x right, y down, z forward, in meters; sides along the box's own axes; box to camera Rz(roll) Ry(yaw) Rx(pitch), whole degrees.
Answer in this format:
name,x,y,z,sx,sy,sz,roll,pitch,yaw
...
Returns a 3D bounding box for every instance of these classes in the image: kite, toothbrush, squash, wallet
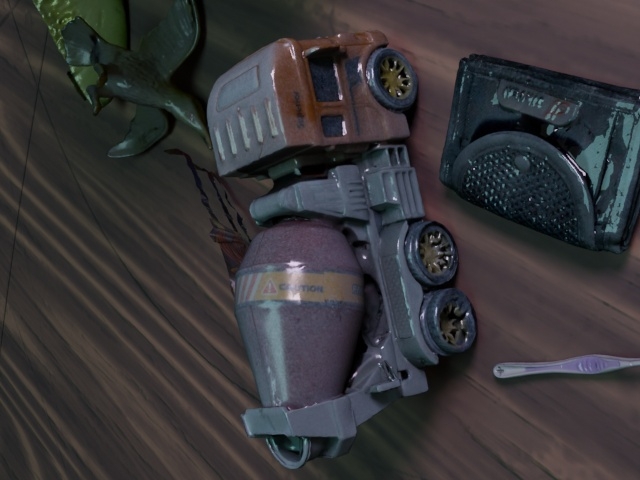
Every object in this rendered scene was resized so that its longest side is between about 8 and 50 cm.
name,x,y,z,sx,sy,sz,roll,pitch,yaw
kite,-0.061,0.002,0.635,0.016,0.127,0.229,-41,54,7
toothbrush,0.148,0.070,0.471,0.131,0.013,0.011,-15,75,50
squash,-0.250,-0.268,0.792,0.252,0.093,0.169,63,-179,20
wallet,0.120,-0.050,0.470,0.129,0.026,0.088,27,116,44

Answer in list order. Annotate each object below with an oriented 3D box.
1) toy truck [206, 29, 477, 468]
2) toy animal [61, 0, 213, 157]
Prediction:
name,x,y,z,sx,sy,sz,roll,pitch,yaw
toy truck,0.000,0.000,0.529,0.108,0.140,0.256,-15,85,49
toy animal,-0.157,-0.125,0.723,0.155,0.095,0.219,57,135,31
